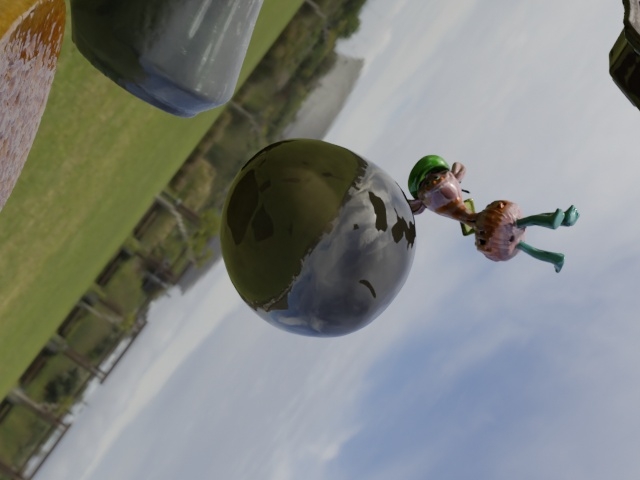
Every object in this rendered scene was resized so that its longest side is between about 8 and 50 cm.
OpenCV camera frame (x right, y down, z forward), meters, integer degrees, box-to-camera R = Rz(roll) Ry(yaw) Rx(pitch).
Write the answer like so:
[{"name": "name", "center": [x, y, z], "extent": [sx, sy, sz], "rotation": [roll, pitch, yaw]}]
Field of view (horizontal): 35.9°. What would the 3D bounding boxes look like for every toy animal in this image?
[{"name": "toy animal", "center": [0.193, -0.027, 1.132], "extent": [0.208, 0.103, 0.100], "rotation": [22, -102, 38]}]

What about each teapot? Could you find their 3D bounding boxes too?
[{"name": "teapot", "center": [-0.231, -0.420, 1.570], "extent": [0.376, 0.305, 0.361], "rotation": [18, 112, -50]}]

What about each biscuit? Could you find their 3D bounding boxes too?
[{"name": "biscuit", "center": [-0.367, -0.110, 1.037], "extent": [0.394, 0.070, 0.350], "rotation": [-97, -153, -71]}]

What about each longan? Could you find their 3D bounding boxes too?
[{"name": "longan", "center": [0.000, 0.000, 0.982], "extent": [0.196, 0.196, 0.220], "rotation": [-52, 154, 8]}]

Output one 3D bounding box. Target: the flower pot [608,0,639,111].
[{"name": "flower pot", "center": [0.384, -0.139, 0.965], "extent": [0.179, 0.250, 0.084], "rotation": [-24, 161, -33]}]
